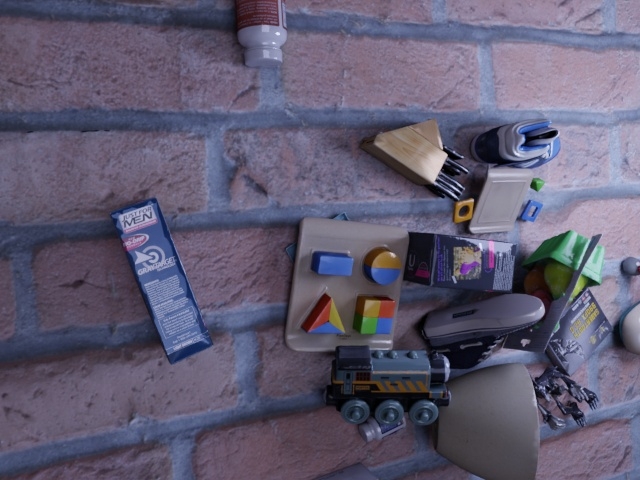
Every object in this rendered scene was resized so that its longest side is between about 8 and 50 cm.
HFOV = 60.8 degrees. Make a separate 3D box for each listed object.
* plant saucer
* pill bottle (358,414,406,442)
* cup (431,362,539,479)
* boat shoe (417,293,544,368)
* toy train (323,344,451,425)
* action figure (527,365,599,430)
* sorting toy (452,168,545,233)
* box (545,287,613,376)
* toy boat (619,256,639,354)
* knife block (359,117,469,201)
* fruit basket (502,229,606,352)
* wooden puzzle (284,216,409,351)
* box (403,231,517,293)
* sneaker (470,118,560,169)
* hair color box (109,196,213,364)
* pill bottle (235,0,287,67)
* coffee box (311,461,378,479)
[{"bbox_3d":[0.000,0.000,1.440,0.192,0.018,0.067,-32,103,-16],"label":"plant saucer"},{"bbox_3d":[0.169,0.508,1.503,0.120,0.067,0.067,-18,99,-20],"label":"pill bottle"},{"bbox_3d":[0.433,0.500,1.500,0.236,0.331,0.332,1,92,5],"label":"cup"},{"bbox_3d":[0.453,0.256,1.496,0.158,0.340,0.127,64,33,-18],"label":"boat shoe"},{"bbox_3d":[0.174,0.367,1.409,0.333,0.142,0.191,1,113,1],"label":"toy train"},{"bbox_3d":[0.740,0.485,1.680,0.275,0.141,0.164,23,109,-24],"label":"action figure"},{"bbox_3d":[0.517,-0.120,1.594,0.347,0.047,0.196,-4,119,-27],"label":"sorting toy"},{"bbox_3d":[0.809,0.289,1.746,0.231,0.056,0.183,-40,105,-15],"label":"box"},{"bbox_3d":[1.095,0.208,1.821,0.267,0.148,0.319,-20,107,-14],"label":"toy boat"},{"bbox_3d":[0.268,-0.199,1.496,0.275,0.088,0.242,-19,98,-20],"label":"knife block"},{"bbox_3d":[0.654,0.160,1.543,0.165,0.327,0.353,23,81,4],"label":"fruit basket"},{"bbox_3d":[0.083,0.125,1.432,0.321,0.080,0.348,5,94,-23],"label":"wooden puzzle"},{"bbox_3d":[0.380,0.060,1.510,0.270,0.165,0.144,7,90,-21],"label":"box"},{"bbox_3d":[0.617,-0.273,1.548,0.322,0.236,0.130,-4,94,-21],"label":"sneaker"},{"bbox_3d":[-0.358,0.083,1.221,0.105,0.174,0.348,-22,101,-19],"label":"hair color box"},{"bbox_3d":[-0.143,-0.533,1.304,0.121,0.121,0.216,-4,94,-21],"label":"pill bottle"},{"bbox_3d":[0.081,0.778,1.453,0.168,0.118,0.298,-12,97,-21],"label":"coffee box"}]
